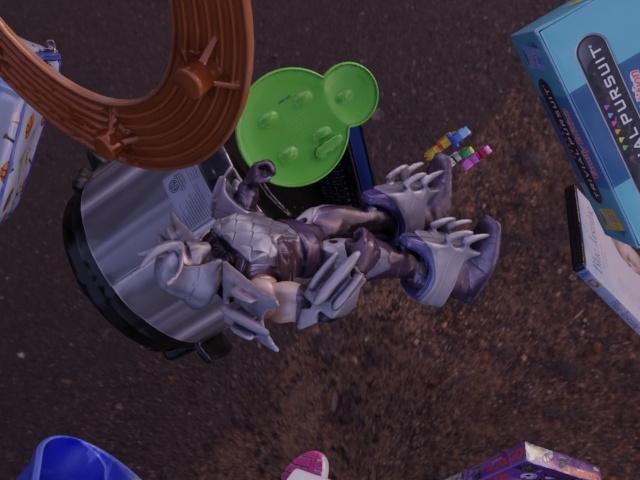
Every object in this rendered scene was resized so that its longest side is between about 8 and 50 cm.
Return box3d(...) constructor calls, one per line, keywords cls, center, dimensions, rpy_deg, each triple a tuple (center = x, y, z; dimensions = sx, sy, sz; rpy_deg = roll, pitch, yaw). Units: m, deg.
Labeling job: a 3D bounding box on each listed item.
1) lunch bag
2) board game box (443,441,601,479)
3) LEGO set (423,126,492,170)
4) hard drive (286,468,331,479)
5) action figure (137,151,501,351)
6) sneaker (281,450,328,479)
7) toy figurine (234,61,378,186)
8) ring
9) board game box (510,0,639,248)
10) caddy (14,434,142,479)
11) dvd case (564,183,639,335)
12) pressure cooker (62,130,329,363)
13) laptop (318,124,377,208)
box3d(cls="lunch bag", center=(-0.484, -0.170, 1.082), dimensions=(0.114, 0.243, 0.303), rpy_deg=(20, 99, -14))
box3d(cls="board game box", center=(0.421, 0.548, 1.589), dimensions=(0.208, 0.347, 0.056), rpy_deg=(25, 48, -15))
box3d(cls="LEGO set", center=(0.310, -0.210, 1.711), dimensions=(0.093, 0.227, 0.087), rpy_deg=(-39, 97, -5))
box3d(cls="hard drive", center=(0.057, 0.424, 0.948), dimensions=(0.307, 0.040, 0.203), rpy_deg=(11, 27, 24))
box3d(cls="action figure", center=(0.000, 0.000, 0.532), dimensions=(0.285, 0.099, 0.185), rpy_deg=(-7, 37, -34))
box3d(cls="sneaker", center=(-0.033, 0.595, 1.607), dimensions=(0.103, 0.111, 0.252), rpy_deg=(18, 90, 38))
box3d(cls="toy figurine", center=(-0.033, -0.150, 0.853), dimensions=(0.173, 0.159, 0.130), rpy_deg=(-34, 109, -7))
box3d(cls="ring", center=(-0.184, -0.179, 0.453), dimensions=(0.336, 0.337, 0.032), rpy_deg=(31, 54, 14))
box3d(cls="board game box", center=(0.408, -0.188, 0.744), dimensions=(0.336, 0.079, 0.254), rpy_deg=(-30, 103, 2))
box3d(cls="caddy", center=(-0.269, 0.369, 0.847), dimensions=(0.241, 0.341, 0.179), rpy_deg=(43, 88, -21))
box3d(cls="dvd case", center=(0.468, 0.046, 1.124), dimensions=(0.253, 0.022, 0.180), rpy_deg=(39, 42, -25))
box3d(cls="pressure cooker", center=(-0.232, -0.018, 1.239), dimensions=(0.420, 0.375, 0.370), rpy_deg=(-32, 43, 19))
box3d(cls="laptop", center=(0.010, -0.112, 1.349), dimensions=(0.264, 0.234, 0.136), rpy_deg=(-3, 24, 28))
